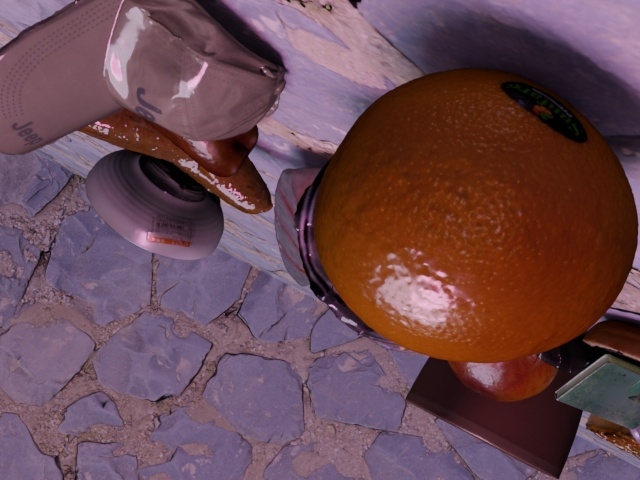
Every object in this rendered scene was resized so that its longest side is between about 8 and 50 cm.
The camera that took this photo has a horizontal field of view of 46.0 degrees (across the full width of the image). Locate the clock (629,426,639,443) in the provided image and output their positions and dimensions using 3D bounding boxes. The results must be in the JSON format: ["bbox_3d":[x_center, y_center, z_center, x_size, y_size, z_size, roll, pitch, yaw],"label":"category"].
[{"bbox_3d":[0.558,0.308,1.125,0.254,0.189,0.189,41,166,-30],"label":"clock"}]

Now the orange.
[{"bbox_3d":[0.099,-0.014,0.491,0.206,0.206,0.206,27,172,4],"label":"orange"}]

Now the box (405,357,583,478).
[{"bbox_3d":[0.332,0.269,1.379,0.301,0.216,0.301,26,170,5],"label":"box"}]

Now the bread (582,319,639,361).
[{"bbox_3d":[0.400,0.133,0.929,0.126,0.044,0.129,25,173,-40],"label":"bread"}]

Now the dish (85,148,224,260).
[{"bbox_3d":[-0.279,-0.103,1.398,0.273,0.134,0.273,30,-155,-16],"label":"dish"}]

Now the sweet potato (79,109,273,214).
[{"bbox_3d":[-0.200,-0.143,0.952,0.341,0.114,0.092,26,146,-32],"label":"sweet potato"}]

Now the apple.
[{"bbox_3d":[0.275,0.159,1.174,0.195,0.160,0.173,14,144,35],"label":"apple"}]

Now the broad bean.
[{"bbox_3d":[-0.151,-0.145,0.860,0.165,0.084,0.114,33,163,-1],"label":"broad bean"}]

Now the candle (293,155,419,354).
[{"bbox_3d":[0.093,0.023,0.742,0.187,0.187,0.330,26,172,15],"label":"candle"}]

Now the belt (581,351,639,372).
[{"bbox_3d":[0.425,0.198,1.029,0.140,0.058,0.105,14,134,-9],"label":"belt"}]

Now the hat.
[{"bbox_3d":[-0.164,-0.120,0.690,0.149,0.245,0.214,48,177,10],"label":"hat"}]

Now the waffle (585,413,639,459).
[{"bbox_3d":[0.652,0.374,1.423,0.213,0.091,0.308,28,171,2],"label":"waffle"}]

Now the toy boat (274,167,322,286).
[{"bbox_3d":[0.000,0.000,0.996,0.206,0.096,0.282,43,156,-9],"label":"toy boat"}]

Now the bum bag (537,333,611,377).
[{"bbox_3d":[0.370,0.160,1.089,0.198,0.087,0.049,31,140,-25],"label":"bum bag"}]

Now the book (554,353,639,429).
[{"bbox_3d":[0.390,0.198,0.978,0.135,0.017,0.103,24,130,-18],"label":"book"}]
